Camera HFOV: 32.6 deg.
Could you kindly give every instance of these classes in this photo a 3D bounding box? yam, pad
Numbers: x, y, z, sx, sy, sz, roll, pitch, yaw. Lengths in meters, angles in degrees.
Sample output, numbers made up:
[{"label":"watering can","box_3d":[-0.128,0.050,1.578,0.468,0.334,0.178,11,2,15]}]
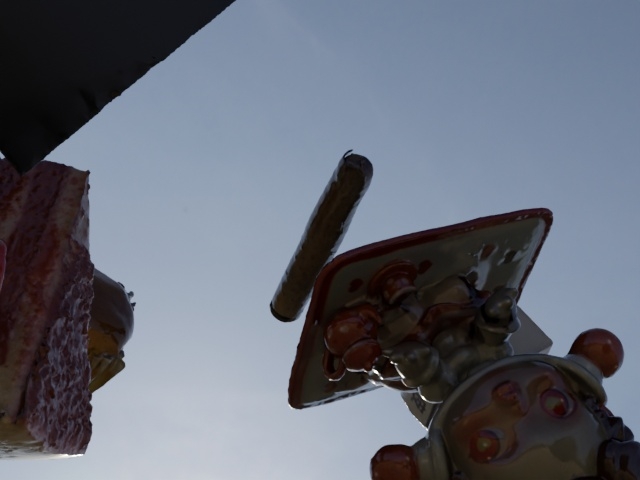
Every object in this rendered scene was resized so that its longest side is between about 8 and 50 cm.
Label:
[{"label":"yam","box_3d":[0.000,0.000,1.207,0.046,0.046,0.264,28,-46,0]},{"label":"pad","box_3d":[-0.179,-0.256,0.863,0.007,0.367,0.248,-4,-53,55]}]

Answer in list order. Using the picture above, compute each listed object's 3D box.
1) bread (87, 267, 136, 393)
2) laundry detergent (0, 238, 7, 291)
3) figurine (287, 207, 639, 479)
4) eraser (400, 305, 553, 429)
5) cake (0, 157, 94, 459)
[{"label":"bread","box_3d":[-0.312,0.060,1.138,0.241,0.136,0.107,31,-63,-24]},{"label":"laundry detergent","box_3d":[-0.311,0.018,0.775,0.165,0.049,0.097,10,-35,-21]},{"label":"figurine","box_3d":[0.115,0.123,0.683,0.226,0.183,0.160,57,-32,36]},{"label":"eraser","box_3d":[0.159,0.136,1.152,0.124,0.068,0.210,49,-31,27]},{"label":"cake","box_3d":[-0.265,0.072,0.924,0.158,0.262,0.160,2,-38,8]}]
